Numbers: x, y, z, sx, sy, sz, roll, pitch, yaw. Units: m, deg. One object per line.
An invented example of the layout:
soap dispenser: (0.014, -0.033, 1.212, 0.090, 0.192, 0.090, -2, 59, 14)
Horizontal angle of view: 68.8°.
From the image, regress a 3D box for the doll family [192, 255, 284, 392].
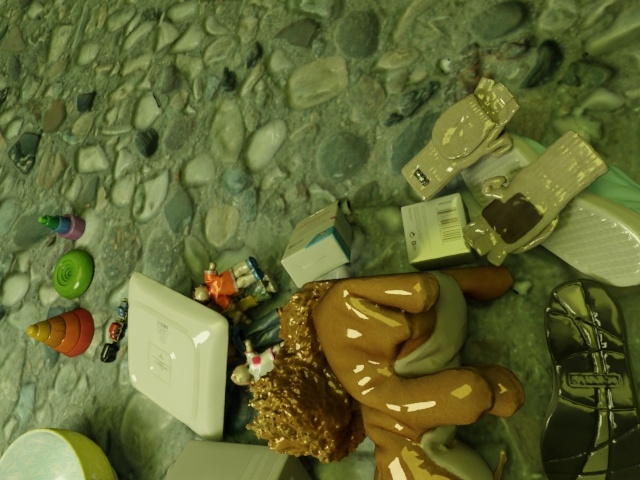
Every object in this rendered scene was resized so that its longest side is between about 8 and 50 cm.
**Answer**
doll family: (-0.142, 0.160, 0.900, 0.163, 0.118, 0.263, -27, 85, 11)

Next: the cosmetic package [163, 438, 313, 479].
cosmetic package: (-0.149, 0.423, 0.790, 0.238, 0.127, 0.107, -11, 117, 32)

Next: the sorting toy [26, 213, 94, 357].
sorting toy: (-0.645, 0.097, 1.133, 0.127, 0.126, 0.366, -17, 72, 21)

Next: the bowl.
bowl: (-0.510, 0.523, 0.945, 0.289, 0.156, 0.290, -6, 75, 24)

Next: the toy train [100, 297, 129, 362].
toy train: (-0.467, 0.204, 1.071, 0.027, 0.036, 0.158, 17, 85, 28)

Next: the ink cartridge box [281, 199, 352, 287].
ink cartridge box: (0.000, 0.000, 0.852, 0.104, 0.181, 0.062, -28, 108, 17)

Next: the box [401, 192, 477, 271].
box: (0.197, -0.010, 0.776, 0.102, 0.087, 0.101, -13, 72, 23)

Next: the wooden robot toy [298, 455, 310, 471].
wooden robot toy: (-0.029, 0.330, 0.806, 0.076, 0.079, 0.173, 16, 85, 28)

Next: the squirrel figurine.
squirrel figurine: (0.091, 0.238, 0.701, 0.397, 0.281, 0.371, -8, 85, 34)

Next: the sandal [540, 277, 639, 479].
sandal: (0.369, 0.203, 0.636, 0.120, 0.086, 0.303, 1, 89, 32)

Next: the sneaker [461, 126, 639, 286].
sneaker: (0.365, -0.077, 0.715, 0.150, 0.135, 0.366, -18, 49, -24)

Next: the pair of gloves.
pair of gloves: (0.251, -0.100, 0.676, 0.240, 0.042, 0.204, 52, 121, 30)

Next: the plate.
plate: (-0.295, 0.229, 0.910, 0.277, 0.045, 0.278, 20, 113, 31)
